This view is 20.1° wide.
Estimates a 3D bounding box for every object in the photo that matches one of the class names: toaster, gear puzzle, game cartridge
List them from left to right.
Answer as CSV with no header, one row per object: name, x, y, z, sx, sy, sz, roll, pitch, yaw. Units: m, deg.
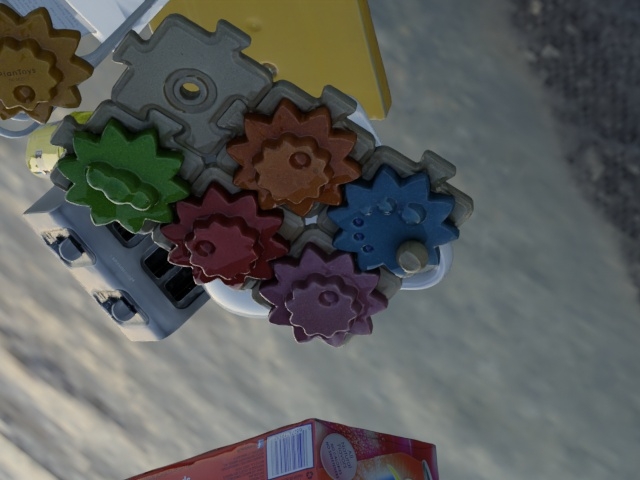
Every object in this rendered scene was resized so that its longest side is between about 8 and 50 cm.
toaster,-0.154,-0.017,1.692,0.168,0.186,0.110,52,163,-16
gear puzzle,-0.076,-0.049,1.142,0.339,0.044,0.175,31,124,-17
game cartridge,-0.076,-0.280,2.214,0.285,0.052,0.323,3,138,17

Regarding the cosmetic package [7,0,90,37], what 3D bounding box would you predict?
cosmetic package,-0.320,-0.290,1.954,0.184,0.151,0.151,-21,116,34

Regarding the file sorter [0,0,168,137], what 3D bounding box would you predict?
file sorter,-0.259,-0.229,1.623,0.193,0.173,0.278,44,157,-8

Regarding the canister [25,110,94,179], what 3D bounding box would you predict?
canister,-0.249,-0.096,2.011,0.126,0.073,0.170,12,175,-24

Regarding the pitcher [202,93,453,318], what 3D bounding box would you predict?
pitcher,0.000,0.000,1.511,0.178,0.125,0.207,49,132,-1

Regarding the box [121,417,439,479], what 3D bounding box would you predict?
box,-0.049,0.214,1.191,0.257,0.128,0.123,-23,151,39
